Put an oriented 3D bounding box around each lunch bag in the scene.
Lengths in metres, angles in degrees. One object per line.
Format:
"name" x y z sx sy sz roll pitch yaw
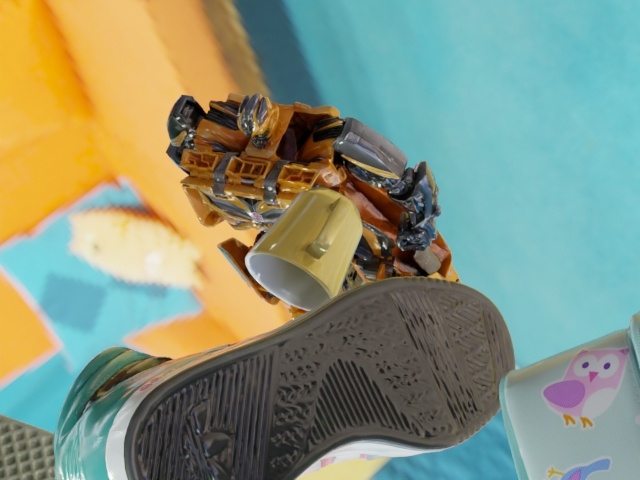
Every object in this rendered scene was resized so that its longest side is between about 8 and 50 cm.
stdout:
"lunch bag" 0.205 0.172 0.892 0.279 0.108 0.224 35 -149 -50

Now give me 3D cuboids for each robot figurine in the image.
"robot figurine" 0.002 -0.004 1.301 0.211 0.085 0.291 9 154 30

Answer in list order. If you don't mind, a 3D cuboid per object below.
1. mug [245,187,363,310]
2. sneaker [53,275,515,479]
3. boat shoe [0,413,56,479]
"mug" 0.000 0.002 1.130 0.078 0.064 0.062 3 144 46
"sneaker" -0.037 0.104 1.068 0.178 0.296 0.123 -14 89 50
"boat shoe" -0.409 0.220 1.865 0.500 0.187 0.156 24 150 21
